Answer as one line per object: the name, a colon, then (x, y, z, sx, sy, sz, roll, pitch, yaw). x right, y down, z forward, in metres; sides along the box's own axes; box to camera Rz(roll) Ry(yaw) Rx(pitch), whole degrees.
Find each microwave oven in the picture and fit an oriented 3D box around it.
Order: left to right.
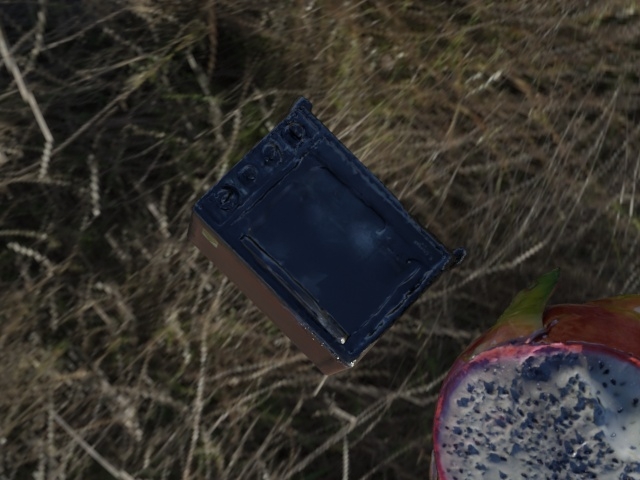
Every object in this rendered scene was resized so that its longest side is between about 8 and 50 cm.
microwave oven: (-0.001, 0.001, 1.374, 0.247, 0.188, 0.178, 44, 76, 2)

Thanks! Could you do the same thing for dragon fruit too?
dragon fruit: (0.261, 0.175, 1.253, 0.290, 0.189, 0.291, 10, 116, 22)
